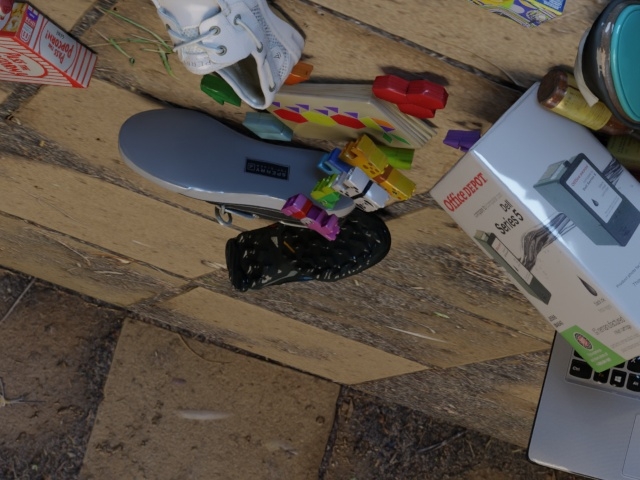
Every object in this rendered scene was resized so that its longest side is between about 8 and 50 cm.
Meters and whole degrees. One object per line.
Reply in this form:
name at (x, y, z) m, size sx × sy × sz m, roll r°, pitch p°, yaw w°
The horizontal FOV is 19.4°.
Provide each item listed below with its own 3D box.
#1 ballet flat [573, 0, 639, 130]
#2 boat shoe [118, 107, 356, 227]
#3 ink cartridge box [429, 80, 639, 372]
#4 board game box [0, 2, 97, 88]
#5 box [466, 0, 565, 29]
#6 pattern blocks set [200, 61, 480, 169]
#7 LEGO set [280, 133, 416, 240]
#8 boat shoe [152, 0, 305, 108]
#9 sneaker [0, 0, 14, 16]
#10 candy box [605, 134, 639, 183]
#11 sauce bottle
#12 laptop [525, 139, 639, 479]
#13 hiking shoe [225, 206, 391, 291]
ballet flat at (0.285, -0.141, 1.679) m, size 0.096 × 0.095 × 0.280 m, roll 21°, pitch 172°, yaw 39°
boat shoe at (-0.105, -0.080, 2.330) m, size 0.306 × 0.113 × 0.105 m, roll 9°, pitch 153°, yaw -9°
ink cartridge box at (0.258, -0.009, 1.929) m, size 0.273 × 0.115 × 0.198 m, roll 46°, pitch 165°, yaw 2°
board game box at (-0.380, -0.232, 2.180) m, size 0.193 × 0.045 × 0.147 m, roll 8°, pitch 164°, yaw 32°
box at (0.123, -0.236, 1.556) m, size 0.169 × 0.054 × 0.059 m, roll 22°, pitch 165°, yaw -19°
pattern blocks set at (0.025, -0.144, 2.100) m, size 0.324 × 0.026 × 0.285 m, roll 10°, pitch 165°, yaw 25°
LEGO set at (0.048, -0.059, 2.162) m, size 0.093 × 0.087 × 0.227 m, roll 35°, pitch 163°, yaw -12°
boat shoe at (-0.104, -0.209, 1.840) m, size 0.098 × 0.096 × 0.277 m, roll 8°, pitch 164°, yaw 33°
sneaker at (-0.431, -0.261, 2.025) m, size 0.225 × 0.093 × 0.088 m, roll 9°, pitch 165°, yaw 25°
candy box at (0.391, -0.066, 1.892) m, size 0.186 × 0.053 × 0.109 m, roll 11°, pitch 153°, yaw 27°
sauce bottle at (0.274, -0.128, 1.839) m, size 0.128 × 0.042 × 0.042 m, roll 24°, pitch 165°, yaw -22°
laptop at (0.450, 0.123, 2.087) m, size 0.382 × 0.408 × 0.236 m, roll 14°, pitch -173°, yaw 10°
hiking shoe at (0.000, 0.000, 2.616) m, size 0.132 × 0.113 × 0.304 m, roll -13°, pitch -177°, yaw -43°
